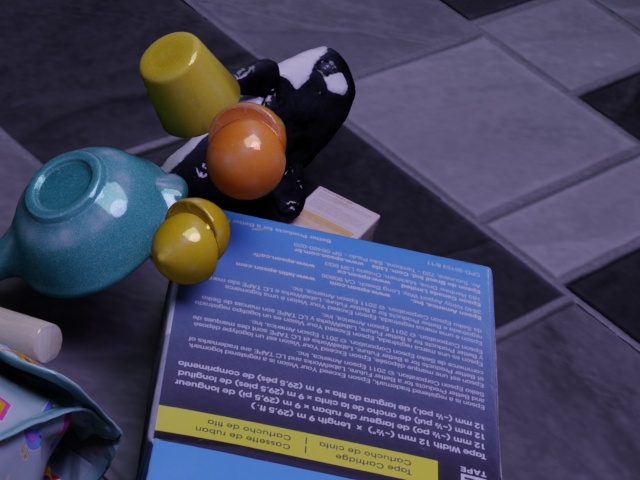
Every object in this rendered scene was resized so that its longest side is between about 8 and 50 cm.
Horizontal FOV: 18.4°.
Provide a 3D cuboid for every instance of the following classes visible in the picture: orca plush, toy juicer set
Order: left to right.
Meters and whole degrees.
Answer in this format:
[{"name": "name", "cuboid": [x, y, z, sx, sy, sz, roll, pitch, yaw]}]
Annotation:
[{"name": "toy juicer set", "cuboid": [-0.156, 0.001, 1.472, 0.329, 0.089, 0.209, -42, 46, -10]}, {"name": "orca plush", "cuboid": [-0.058, -0.061, 1.644, 0.102, 0.151, 0.287, 40, 43, 21]}]

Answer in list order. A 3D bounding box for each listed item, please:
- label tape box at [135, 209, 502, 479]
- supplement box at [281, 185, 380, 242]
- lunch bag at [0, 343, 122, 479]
[{"name": "label tape box", "cuboid": [-0.002, 0.136, 1.432, 0.249, 0.115, 0.348, 12, 38, -6]}, {"name": "supplement box", "cuboid": [0.000, 0.000, 1.677, 0.062, 0.036, 0.098, 27, 37, 15]}, {"name": "lunch bag", "cuboid": [-0.279, 0.120, 1.299, 0.223, 0.160, 0.262, 26, 25, 19]}]
